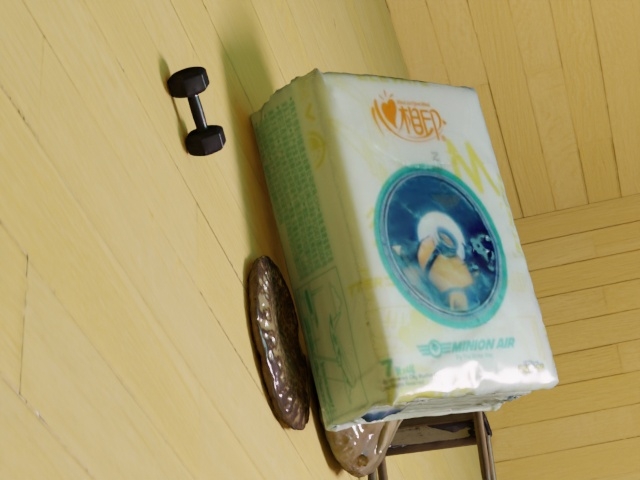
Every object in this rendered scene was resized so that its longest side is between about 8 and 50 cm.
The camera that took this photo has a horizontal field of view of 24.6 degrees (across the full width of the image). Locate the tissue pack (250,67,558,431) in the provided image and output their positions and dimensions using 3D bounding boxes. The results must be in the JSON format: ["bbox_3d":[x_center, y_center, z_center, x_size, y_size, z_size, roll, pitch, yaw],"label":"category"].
[{"bbox_3d":[0.098,0.010,1.702,0.287,0.162,0.388,1,69,-42],"label":"tissue pack"}]

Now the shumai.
[{"bbox_3d":[0.062,0.186,1.802,0.201,0.120,0.201,-15,90,-81],"label":"shumai"}]

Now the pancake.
[{"bbox_3d":[-0.042,0.109,1.575,0.199,0.021,0.199,-12,90,-81],"label":"pancake"}]

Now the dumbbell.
[{"bbox_3d":[-0.116,-0.121,1.381,0.040,0.036,0.083,-78,155,-67],"label":"dumbbell"}]

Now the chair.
[{"bbox_3d":[0.149,0.266,2.014,0.166,0.188,0.272,67,17,-65],"label":"chair"}]
